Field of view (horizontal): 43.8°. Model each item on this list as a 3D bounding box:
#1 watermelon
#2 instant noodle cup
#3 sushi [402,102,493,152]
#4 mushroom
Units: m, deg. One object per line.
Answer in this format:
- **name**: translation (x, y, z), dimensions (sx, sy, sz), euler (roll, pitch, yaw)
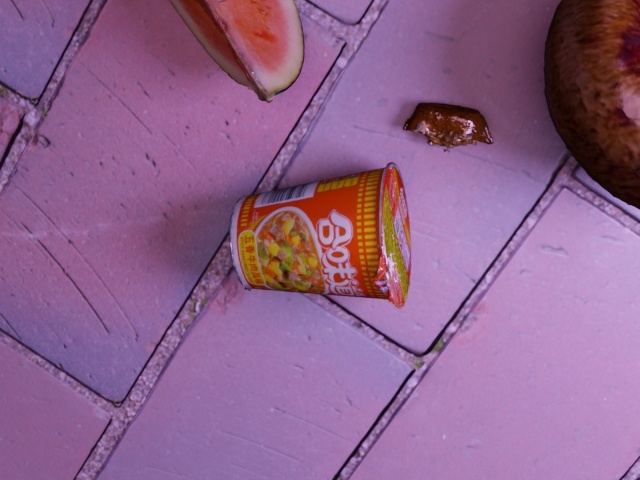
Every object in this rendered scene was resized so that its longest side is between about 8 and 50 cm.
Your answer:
- **watermelon**: translation (-0.142, -0.308, 1.030), dimensions (0.128, 0.159, 0.303), euler (-28, 100, 42)
- **instant noodle cup**: translation (0.000, 0.000, 1.052), dimensions (0.212, 0.193, 0.193), euler (-4, 101, 16)
- **sushi**: translation (0.170, -0.148, 1.055), dimensions (0.118, 0.061, 0.060), euler (16, 113, 25)
- **mushroom**: translation (0.450, -0.195, 0.875), dimensions (0.331, 0.356, 0.334), euler (37, 63, -27)
